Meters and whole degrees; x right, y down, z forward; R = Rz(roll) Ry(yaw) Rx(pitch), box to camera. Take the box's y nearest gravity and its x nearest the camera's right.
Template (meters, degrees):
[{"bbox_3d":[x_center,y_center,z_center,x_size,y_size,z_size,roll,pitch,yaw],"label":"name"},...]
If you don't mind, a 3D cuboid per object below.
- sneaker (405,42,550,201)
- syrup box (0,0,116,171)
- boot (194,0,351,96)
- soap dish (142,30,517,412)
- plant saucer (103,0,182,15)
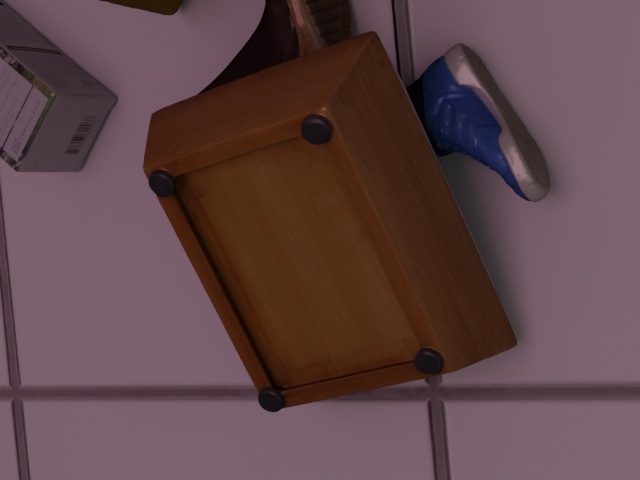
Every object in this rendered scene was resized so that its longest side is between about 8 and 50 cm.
[{"bbox_3d":[0.122,-0.080,1.190,0.085,0.058,0.152,-37,71,23],"label":"sneaker"},{"bbox_3d":[-0.327,-0.171,1.442,0.237,0.096,0.093,40,112,23],"label":"syrup box"},{"bbox_3d":[-0.067,-0.144,1.284,0.207,0.090,0.248,-18,89,30],"label":"boot"},{"bbox_3d":[0.000,0.000,1.188,0.229,0.118,0.290,-15,110,32],"label":"soap dish"},{"bbox_3d":[-0.218,-0.374,1.223,0.081,0.333,0.332,-19,85,23],"label":"plant saucer"}]
